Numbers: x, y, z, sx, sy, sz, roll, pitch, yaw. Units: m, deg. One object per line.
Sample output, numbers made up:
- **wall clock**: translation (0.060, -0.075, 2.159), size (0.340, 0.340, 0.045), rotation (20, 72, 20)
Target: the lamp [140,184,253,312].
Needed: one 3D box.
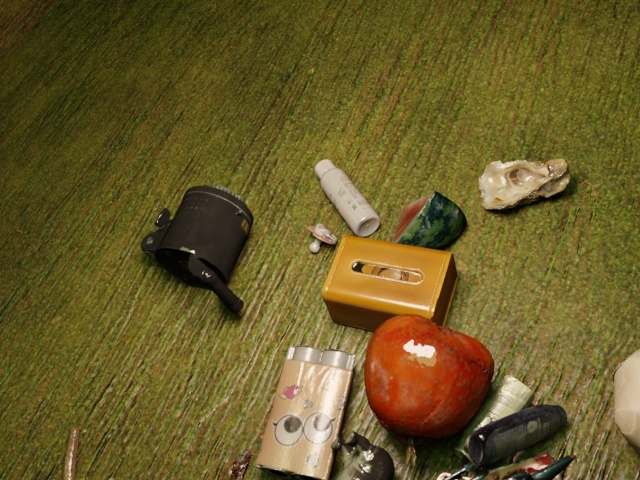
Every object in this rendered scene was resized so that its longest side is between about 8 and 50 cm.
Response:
- **lamp**: translation (-0.295, -0.012, 1.842), size (0.374, 0.205, 0.272), rotation (22, 69, 40)

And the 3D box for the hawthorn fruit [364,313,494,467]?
- **hawthorn fruit**: translation (0.212, 0.314, 1.449), size (0.276, 0.276, 0.307), rotation (12, 75, 24)

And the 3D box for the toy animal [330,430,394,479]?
- **toy animal**: translation (0.053, 0.565, 1.383), size (0.168, 0.106, 0.343), rotation (24, 59, -20)

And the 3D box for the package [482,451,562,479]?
- **package**: translation (0.422, 0.548, 1.351), size (0.154, 0.030, 0.239), rotation (-19, 54, 6)

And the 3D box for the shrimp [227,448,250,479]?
- **shrimp**: translation (-0.186, 0.513, 1.560), size (0.038, 0.029, 0.092), rotation (9, 63, 21)

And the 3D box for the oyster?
- **oyster**: translation (0.523, -0.142, 1.769), size (0.233, 0.107, 0.161), rotation (-18, 56, 27)

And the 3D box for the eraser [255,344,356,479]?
- **eraser**: translation (-0.027, 0.388, 1.562), size (0.171, 0.087, 0.290), rotation (5, 59, 18)

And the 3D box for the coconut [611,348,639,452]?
- **coconut**: translation (0.672, 0.325, 1.327), size (0.224, 0.224, 0.234), rotation (-7, 54, 12)

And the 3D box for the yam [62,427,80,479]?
- **yam**: translation (-0.604, 0.525, 1.677), size (0.032, 0.032, 0.145), rotation (-12, 53, 8)

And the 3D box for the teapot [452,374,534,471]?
- **teapot**: translation (0.359, 0.377, 1.441), size (0.077, 0.107, 0.200), rotation (34, 72, 27)

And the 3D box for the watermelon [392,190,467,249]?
- **watermelon**: translation (0.260, -0.027, 1.762), size (0.207, 0.202, 0.136), rotation (-40, 92, 2)

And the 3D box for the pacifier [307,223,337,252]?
- **pacifier**: translation (0.000, 0.000, 1.845), size (0.078, 0.081, 0.099), rotation (-61, 29, 11)

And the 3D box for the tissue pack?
- **tissue pack**: translation (0.168, 0.112, 1.661), size (0.274, 0.145, 0.194), rotation (9, 61, 23)

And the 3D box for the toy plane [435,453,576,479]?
- **toy plane**: translation (0.349, 0.497, 1.328), size (0.326, 0.104, 0.223), rotation (-37, 47, 4)

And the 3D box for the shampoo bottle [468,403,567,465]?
- **shampoo bottle**: translation (0.401, 0.384, 1.394), size (0.234, 0.087, 0.049), rotation (-12, 25, -28)

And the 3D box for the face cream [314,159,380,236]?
- **face cream**: translation (0.065, -0.123, 1.892), size (0.082, 0.082, 0.269), rotation (-31, 52, -5)
